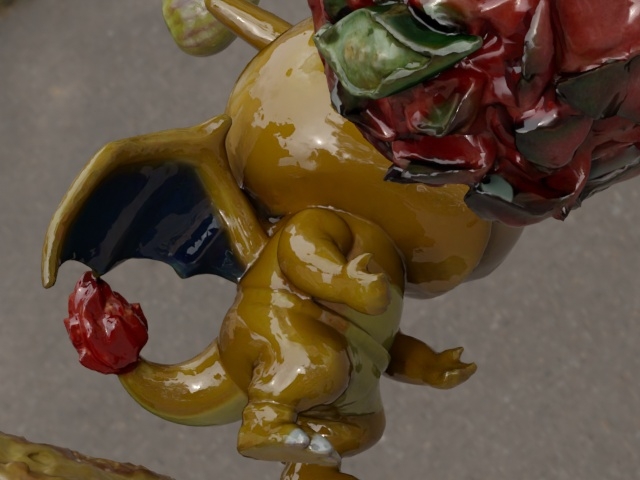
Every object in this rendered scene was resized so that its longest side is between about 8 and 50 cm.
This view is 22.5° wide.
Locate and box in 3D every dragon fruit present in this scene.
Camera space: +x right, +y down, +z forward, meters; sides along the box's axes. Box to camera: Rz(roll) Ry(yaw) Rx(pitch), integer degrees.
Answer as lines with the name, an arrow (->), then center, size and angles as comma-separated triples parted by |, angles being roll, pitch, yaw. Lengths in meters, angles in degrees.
dragon fruit -> 0.121, -0.131, 0.839 | 0.293, 0.233, 0.234 | -13, 21, -32

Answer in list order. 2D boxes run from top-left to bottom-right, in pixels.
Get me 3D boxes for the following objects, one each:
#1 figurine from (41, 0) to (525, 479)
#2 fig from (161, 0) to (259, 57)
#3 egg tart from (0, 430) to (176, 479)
figurine -> -0.008, -0.014, 1.228 | 0.268, 0.401, 0.387 | 1, 67, 36
fig -> -0.091, -0.258, 1.607 | 0.166, 0.093, 0.093 | -45, 31, 20
egg tart -> -0.287, 0.256, 1.358 | 0.443, 0.443, 0.178 | -2, 70, 42
